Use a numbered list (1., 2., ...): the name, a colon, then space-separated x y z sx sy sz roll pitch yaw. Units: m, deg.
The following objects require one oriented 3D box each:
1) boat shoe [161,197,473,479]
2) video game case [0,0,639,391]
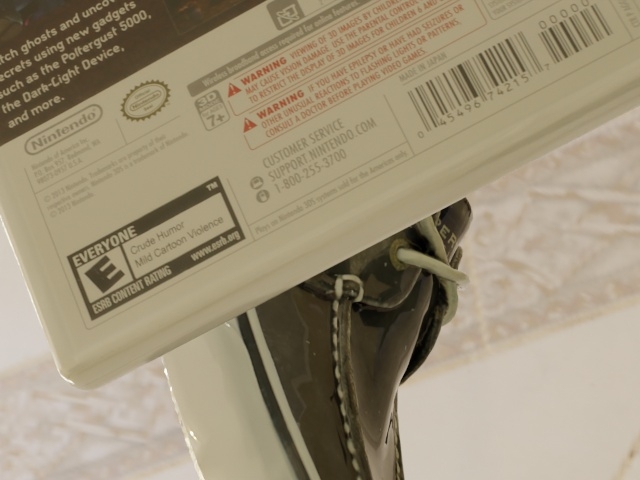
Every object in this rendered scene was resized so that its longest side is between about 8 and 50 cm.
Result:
1. boat shoe: 0.000 0.000 0.687 0.119 0.121 0.335 -17 59 6
2. video game case: -0.018 -0.072 0.518 0.190 0.022 0.173 -28 64 6
